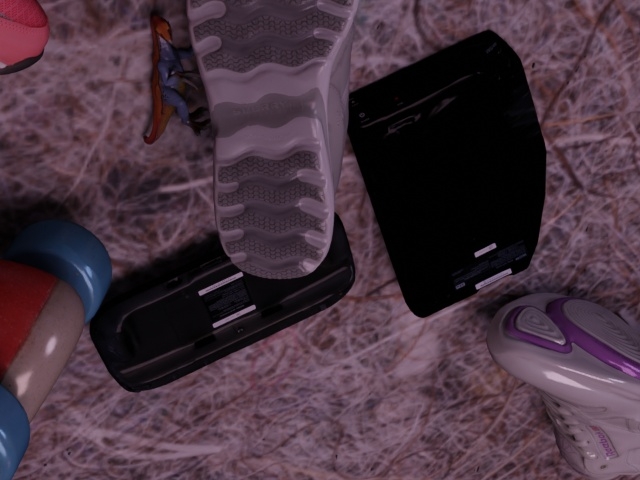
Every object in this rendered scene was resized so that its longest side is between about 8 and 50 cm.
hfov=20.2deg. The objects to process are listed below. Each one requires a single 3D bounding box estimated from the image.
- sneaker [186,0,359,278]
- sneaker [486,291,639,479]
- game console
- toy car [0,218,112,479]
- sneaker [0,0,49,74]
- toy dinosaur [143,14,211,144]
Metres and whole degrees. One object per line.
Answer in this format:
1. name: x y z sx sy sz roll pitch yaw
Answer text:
1. sneaker: -0.030 -0.123 1.152 0.105 0.115 0.281 7 113 2
2. sneaker: 0.237 0.141 1.514 0.305 0.114 0.152 21 116 -40
3. game console: 0.000 0.000 1.313 0.361 0.044 0.213 -25 135 -6
4. toy car: -0.289 0.062 1.143 0.238 0.219 0.210 32 123 -8
5. sneaker: -0.217 -0.206 0.952 0.136 0.116 0.314 -37 136 5
6. toy dinosaur: -0.099 -0.105 1.165 0.090 0.047 0.082 -28 118 14
